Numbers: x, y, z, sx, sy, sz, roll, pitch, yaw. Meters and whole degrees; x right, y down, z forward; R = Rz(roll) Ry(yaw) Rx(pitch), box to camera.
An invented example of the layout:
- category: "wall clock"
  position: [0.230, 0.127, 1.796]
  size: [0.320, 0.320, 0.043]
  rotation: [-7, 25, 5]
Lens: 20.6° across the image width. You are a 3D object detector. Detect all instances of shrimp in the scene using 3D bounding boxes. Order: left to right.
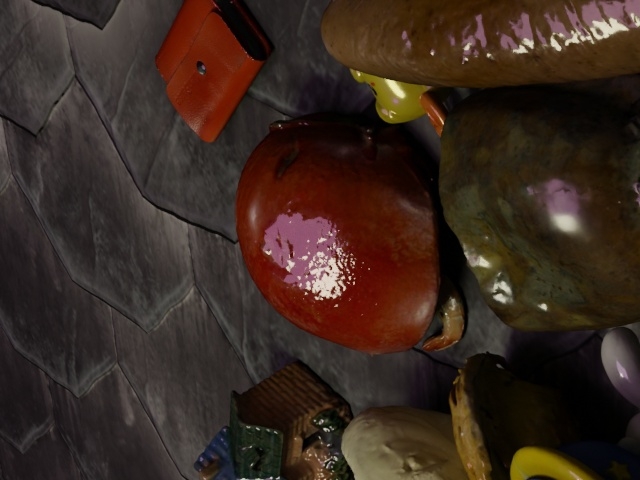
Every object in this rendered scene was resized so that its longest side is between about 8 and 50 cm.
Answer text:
- category: "shrimp"
  position: [0.122, 0.093, 2.072]
  size: [0.095, 0.045, 0.162]
  rotation: [37, 139, 3]

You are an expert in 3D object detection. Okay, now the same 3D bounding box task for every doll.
- category: "doll"
  position: [0.093, -0.203, 1.837]
  size: [0.143, 0.135, 0.221]
  rotation: [-113, -1, -76]
- category: "doll"
  position: [0.323, 0.276, 1.709]
  size: [0.311, 0.242, 0.159]
  rotation: [41, 139, 13]

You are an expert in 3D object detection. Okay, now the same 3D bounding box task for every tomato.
- category: "tomato"
  position: [-0.005, -0.003, 2.018]
  size: [0.309, 0.170, 0.309]
  rotation: [24, 118, 56]

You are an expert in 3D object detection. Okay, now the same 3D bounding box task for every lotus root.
- category: "lotus root"
  position: [0.256, -0.022, 1.697]
  size: [0.260, 0.149, 0.267]
  rotation: [0, 115, 55]

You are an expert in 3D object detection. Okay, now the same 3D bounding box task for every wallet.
- category: "wallet"
  position: [-0.140, -0.228, 2.201]
  size: [0.142, 0.045, 0.204]
  rotation: [56, 147, 11]

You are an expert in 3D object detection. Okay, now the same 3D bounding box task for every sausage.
- category: "sausage"
  position: [0.186, -0.205, 1.584]
  size: [0.500, 0.136, 0.123]
  rotation: [-3, 140, 41]

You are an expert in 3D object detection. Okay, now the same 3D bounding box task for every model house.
- category: "model house"
  position: [-0.067, 0.283, 2.338]
  size: [0.166, 0.172, 0.183]
  rotation: [41, 141, 33]

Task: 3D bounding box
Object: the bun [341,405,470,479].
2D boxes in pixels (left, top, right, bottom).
- category: "bun"
  position: [0.142, 0.301, 2.061]
  size: [0.259, 0.160, 0.259]
  rotation: [58, 175, 7]

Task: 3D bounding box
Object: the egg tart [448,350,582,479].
- category: "egg tart"
  position: [0.229, 0.248, 1.884]
  size: [0.295, 0.116, 0.295]
  rotation: [-17, -90, -79]
